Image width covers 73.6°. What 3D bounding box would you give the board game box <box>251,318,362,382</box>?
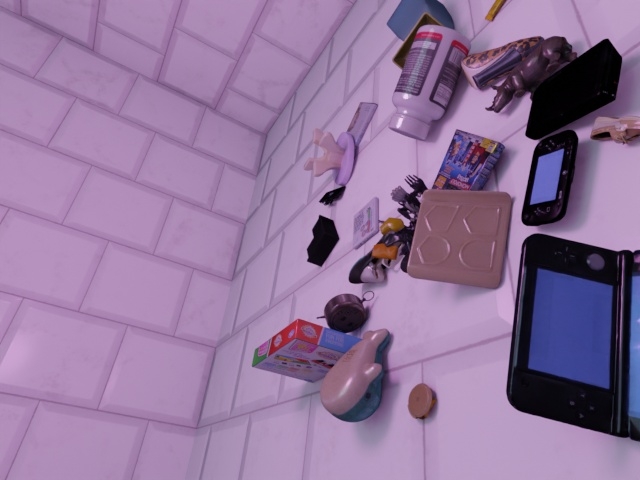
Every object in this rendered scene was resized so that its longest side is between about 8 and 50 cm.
[{"bbox_3d":[-0.047,0.367,1.384,0.316,0.242,0.064,-42,33,45],"label":"board game box"}]

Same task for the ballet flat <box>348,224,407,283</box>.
[{"bbox_3d":[0.183,0.066,1.336,0.280,0.095,0.096,-54,38,31],"label":"ballet flat"}]

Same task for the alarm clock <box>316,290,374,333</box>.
[{"bbox_3d":[0.093,0.223,1.355,0.192,0.129,0.064,-41,30,9],"label":"alarm clock"}]

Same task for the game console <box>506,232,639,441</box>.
[{"bbox_3d":[0.436,0.126,0.614,0.173,0.250,0.293,94,-170,-72],"label":"game console"}]

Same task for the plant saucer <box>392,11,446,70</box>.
[{"bbox_3d":[0.374,-0.640,1.466,0.188,0.188,0.045,-51,-3,35],"label":"plant saucer"}]

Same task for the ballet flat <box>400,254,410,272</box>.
[{"bbox_3d":[0.286,0.041,1.198,0.057,0.049,0.173,56,136,13],"label":"ballet flat"}]

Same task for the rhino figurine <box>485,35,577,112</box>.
[{"bbox_3d":[0.503,-0.395,1.048,0.243,0.073,0.106,-37,41,53],"label":"rhino figurine"}]

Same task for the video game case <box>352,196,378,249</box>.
[{"bbox_3d":[0.165,-0.064,1.580,0.143,0.019,0.157,-43,33,47],"label":"video game case"}]

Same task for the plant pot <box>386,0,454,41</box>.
[{"bbox_3d":[0.380,-0.784,1.568,0.165,0.165,0.234,-51,34,36],"label":"plant pot"}]

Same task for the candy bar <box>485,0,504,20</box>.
[{"bbox_3d":[0.563,-0.750,1.303,0.161,0.018,0.040,-56,29,27],"label":"candy bar"}]

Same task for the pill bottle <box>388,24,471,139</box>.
[{"bbox_3d":[0.335,-0.493,1.366,0.319,0.176,0.176,-69,22,11],"label":"pill bottle"}]

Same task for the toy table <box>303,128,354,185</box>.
[{"bbox_3d":[0.042,-0.384,1.925,0.252,0.160,0.274,123,150,-44],"label":"toy table"}]

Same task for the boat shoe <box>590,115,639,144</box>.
[{"bbox_3d":[0.557,-0.199,0.786,0.135,0.050,0.045,-115,47,-74],"label":"boat shoe"}]

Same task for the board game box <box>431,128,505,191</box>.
[{"bbox_3d":[0.383,-0.183,1.143,0.194,0.060,0.194,-63,23,16],"label":"board game box"}]

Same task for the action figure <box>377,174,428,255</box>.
[{"bbox_3d":[0.238,-0.067,1.191,0.276,0.140,0.164,-69,4,-54],"label":"action figure"}]

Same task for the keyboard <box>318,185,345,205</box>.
[{"bbox_3d":[0.053,-0.192,1.953,0.100,0.038,0.192,-50,16,-18],"label":"keyboard"}]

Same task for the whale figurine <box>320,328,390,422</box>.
[{"bbox_3d":[0.120,0.374,1.187,0.272,0.141,0.216,-52,12,-32],"label":"whale figurine"}]

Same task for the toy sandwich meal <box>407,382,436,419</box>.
[{"bbox_3d":[0.238,0.380,1.005,0.085,0.029,0.086,-48,26,33],"label":"toy sandwich meal"}]

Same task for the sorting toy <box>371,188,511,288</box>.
[{"bbox_3d":[0.288,-0.013,1.043,0.307,0.041,0.229,6,74,29],"label":"sorting toy"}]

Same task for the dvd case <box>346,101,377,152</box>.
[{"bbox_3d":[0.168,-0.518,1.982,0.253,0.022,0.180,-64,23,11],"label":"dvd case"}]

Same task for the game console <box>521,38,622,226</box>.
[{"bbox_3d":[0.493,-0.204,0.876,0.213,0.043,0.362,144,142,-77],"label":"game console"}]

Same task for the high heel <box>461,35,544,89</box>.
[{"bbox_3d":[0.500,-0.508,1.194,0.186,0.093,0.261,-28,22,20],"label":"high heel"}]

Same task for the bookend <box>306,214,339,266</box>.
[{"bbox_3d":[0.000,0.000,1.827,0.157,0.072,0.156,-59,23,24],"label":"bookend"}]
